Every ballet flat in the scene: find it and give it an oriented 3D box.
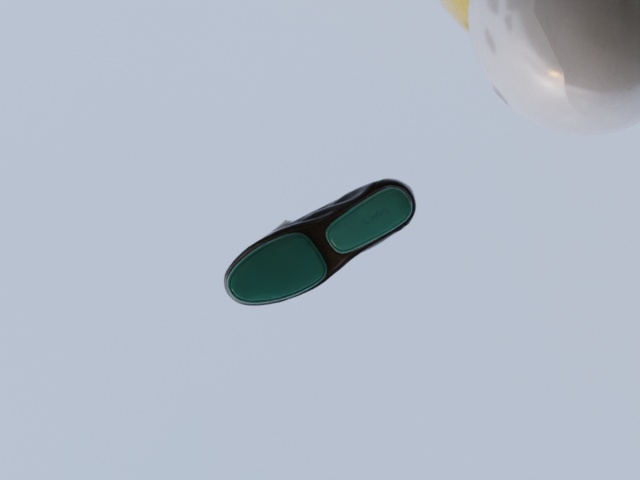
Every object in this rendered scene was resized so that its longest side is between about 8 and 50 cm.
[{"bbox_3d":[0.000,0.000,1.417,0.203,0.074,0.074,-29,-99,4],"label":"ballet flat"}]

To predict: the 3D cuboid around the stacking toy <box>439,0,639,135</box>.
[{"bbox_3d":[0.163,-0.216,0.860,0.351,0.350,0.480,17,-146,-4],"label":"stacking toy"}]
